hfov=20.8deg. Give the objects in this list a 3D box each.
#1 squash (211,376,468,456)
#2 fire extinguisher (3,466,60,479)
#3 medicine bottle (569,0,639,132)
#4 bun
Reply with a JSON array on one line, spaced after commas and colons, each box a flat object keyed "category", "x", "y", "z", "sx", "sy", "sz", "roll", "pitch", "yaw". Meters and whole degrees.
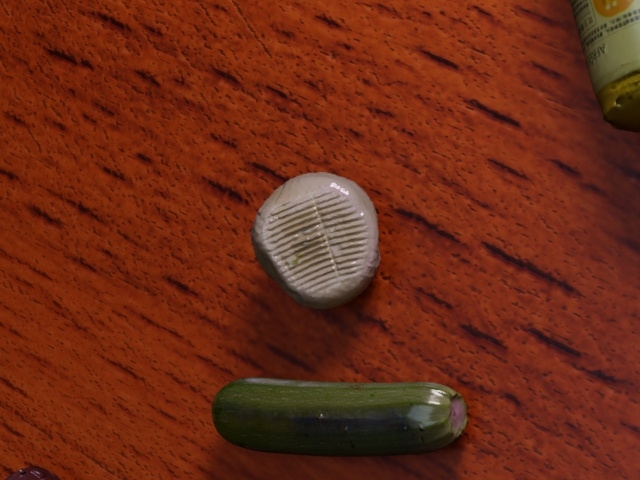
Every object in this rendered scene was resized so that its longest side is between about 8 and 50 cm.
[{"category": "squash", "x": 0.011, "y": 0.146, "z": 1.446, "sx": 0.229, "sy": 0.066, "sz": 0.066, "roll": -3, "pitch": 82, "yaw": 28}, {"category": "fire extinguisher", "x": -0.185, "y": 0.312, "z": 1.516, "sx": 0.269, "sy": 0.105, "sz": 0.105, "roll": 39, "pitch": 102, "yaw": 27}, {"category": "medicine bottle", "x": 0.247, "y": -0.198, "z": 1.331, "sx": 0.124, "sy": 0.124, "sz": 0.239, "roll": -20, "pitch": 77, "yaw": 25}, {"category": "bun", "x": 0.000, "y": 0.000, "z": 1.468, "sx": 0.115, "sy": 0.069, "sz": 0.115, "roll": 0, "pitch": 91, "yaw": 9}]
